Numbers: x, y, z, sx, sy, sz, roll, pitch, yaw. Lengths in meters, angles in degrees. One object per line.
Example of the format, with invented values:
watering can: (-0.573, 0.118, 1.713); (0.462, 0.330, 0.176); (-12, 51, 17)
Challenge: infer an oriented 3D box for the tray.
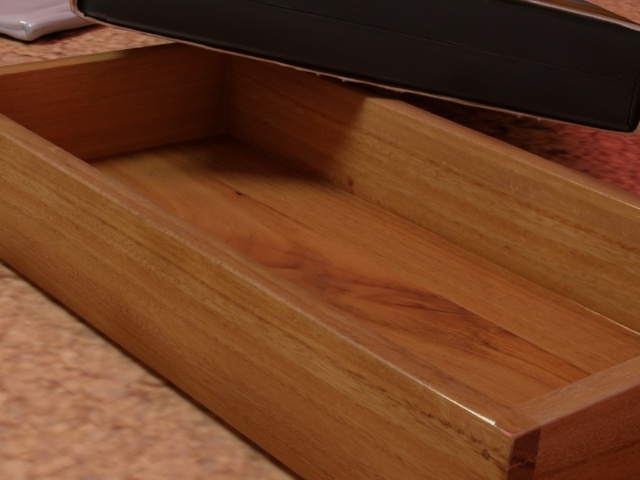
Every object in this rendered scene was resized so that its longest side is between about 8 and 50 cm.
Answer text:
tray: (0.000, 0.000, 0.613); (0.202, 0.076, 0.411); (-14, 30, -38)

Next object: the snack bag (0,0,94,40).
snack bag: (-0.269, -0.245, 1.187); (0.342, 0.037, 0.323); (18, 26, 29)

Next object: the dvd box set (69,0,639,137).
dvd box set: (0.024, -0.162, 0.889); (0.307, 0.062, 0.420); (11, 14, -2)
